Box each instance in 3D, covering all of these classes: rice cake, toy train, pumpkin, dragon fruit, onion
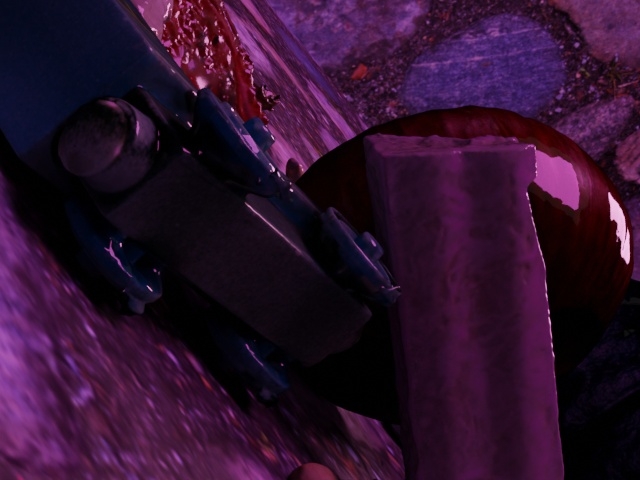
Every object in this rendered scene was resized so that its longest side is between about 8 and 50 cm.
[{"bbox_3d":[0.096,0.075,1.067,0.050,0.106,0.298,-128,-150,-72],"label":"rice cake"},{"bbox_3d":[-0.073,-0.030,0.969,0.194,0.120,0.298,53,5,33],"label":"toy train"},{"bbox_3d":[0.274,0.209,1.533,0.363,0.266,0.363,56,3,-5],"label":"pumpkin"},{"bbox_3d":[-0.099,-0.152,1.466,0.192,0.092,0.122,51,8,-24],"label":"dragon fruit"},{"bbox_3d":[0.094,0.046,1.178,0.273,0.273,0.285,46,28,-49],"label":"onion"}]

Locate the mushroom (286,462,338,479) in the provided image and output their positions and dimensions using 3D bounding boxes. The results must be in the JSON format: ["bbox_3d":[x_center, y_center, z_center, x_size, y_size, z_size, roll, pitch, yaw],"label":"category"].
[{"bbox_3d":[0.030,0.175,0.910,0.060,0.061,0.187,40,11,-45],"label":"mushroom"}]

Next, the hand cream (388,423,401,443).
[{"bbox_3d":[0.087,0.101,1.494,0.075,0.052,0.248,33,29,-19],"label":"hand cream"}]

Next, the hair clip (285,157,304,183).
[{"bbox_3d":[-0.005,0.005,1.542,0.062,0.056,0.214,39,-12,38],"label":"hair clip"}]

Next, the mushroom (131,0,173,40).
[{"bbox_3d":[-0.190,-0.207,1.125,0.278,0.096,0.099,51,5,4],"label":"mushroom"}]
